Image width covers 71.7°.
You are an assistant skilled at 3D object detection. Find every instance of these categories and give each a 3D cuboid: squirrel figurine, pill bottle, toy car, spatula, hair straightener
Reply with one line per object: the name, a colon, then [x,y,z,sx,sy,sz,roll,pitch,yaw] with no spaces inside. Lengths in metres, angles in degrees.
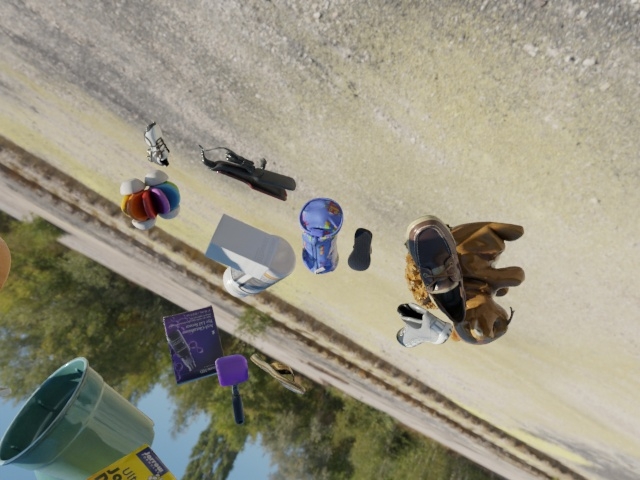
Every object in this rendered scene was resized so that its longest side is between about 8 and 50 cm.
squirrel figurine: [0.439,0.139,1.419,0.396,0.371,0.281,8,167,-9]
pill bottle: [-0.226,0.101,1.590,0.162,0.162,0.278,36,137,-22]
toy car: [-0.513,-0.121,1.363,0.136,0.182,0.159,22,132,51]
spatula: [-0.242,0.438,1.274,0.030,0.084,0.297,-118,23,-50]
hair straightener: [-0.149,-0.159,0.947,0.230,0.047,0.089,23,135,-27]

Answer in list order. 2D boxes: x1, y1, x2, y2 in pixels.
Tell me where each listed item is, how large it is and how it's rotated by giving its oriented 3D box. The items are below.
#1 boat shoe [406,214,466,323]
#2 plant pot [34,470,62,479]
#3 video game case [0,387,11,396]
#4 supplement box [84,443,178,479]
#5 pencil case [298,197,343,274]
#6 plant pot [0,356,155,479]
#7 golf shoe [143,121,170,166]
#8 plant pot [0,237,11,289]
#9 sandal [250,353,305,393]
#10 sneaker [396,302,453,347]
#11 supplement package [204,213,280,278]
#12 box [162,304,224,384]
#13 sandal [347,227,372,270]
boat shoe: [0.321,0.088,1.169,0.123,0.123,0.342,-20,124,6]
plant pot: [-1.000,0.820,1.764,0.293,0.293,0.235,-6,109,59]
video game case: [-1.163,0.522,1.465,0.201,0.023,0.183,-13,173,38]
supplement box: [-0.535,0.773,1.180,0.194,0.357,0.195,34,-160,21]
pencil case: [0.000,0.000,1.285,0.119,0.133,0.306,8,155,3]
plant pot: [-0.738,0.606,1.404,0.341,0.341,0.334,3,141,52]
golf shoe: [-0.610,-0.361,1.680,0.093,0.077,0.198,33,147,9]
plant pot: [-0.952,0.049,1.055,0.290,0.291,0.203,23,155,14]
sandal: [-0.112,0.351,1.196,0.180,0.049,0.072,28,157,28]
sneaker: [0.250,0.223,1.222,0.132,0.086,0.228,40,152,-9]
supplement package: [-0.227,0.020,1.281,0.179,0.105,0.105,25,150,-13]
box: [-0.389,0.325,1.373,0.153,0.207,0.108,-13,166,-20]
sandal: [0.119,0.024,1.258,0.067,0.040,0.179,17,137,9]
